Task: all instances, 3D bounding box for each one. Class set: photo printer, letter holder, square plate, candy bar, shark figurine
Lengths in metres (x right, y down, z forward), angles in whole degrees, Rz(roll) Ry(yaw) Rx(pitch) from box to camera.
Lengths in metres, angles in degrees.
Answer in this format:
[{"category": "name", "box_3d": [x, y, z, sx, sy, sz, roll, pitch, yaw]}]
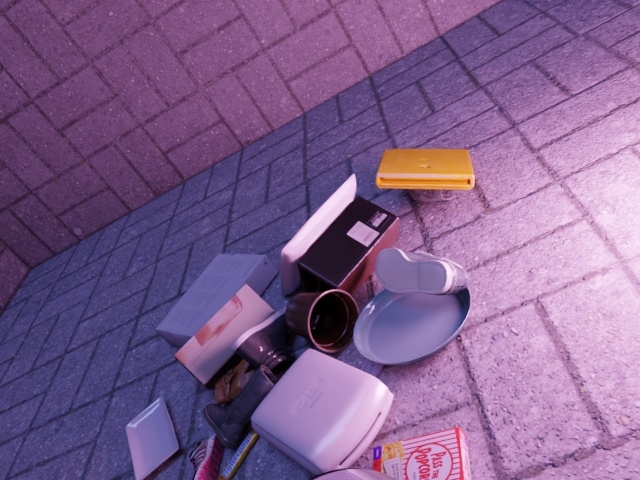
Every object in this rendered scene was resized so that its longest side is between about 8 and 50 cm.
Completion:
[{"category": "photo printer", "box_3d": [0.007, 0.400, 1.375, 0.256, 0.107, 0.307, -48, 31, -21]}, {"category": "letter holder", "box_3d": [0.091, 0.058, 1.783, 0.152, 0.214, 0.302, 31, 63, 24]}, {"category": "square plate", "box_3d": [0.000, 0.000, 1.845, 0.049, 0.347, 0.344, 36, 67, 14]}, {"category": "candy bar", "box_3d": [-0.200, 0.536, 1.481, 0.040, 0.018, 0.161, 0, 44, 46]}, {"category": "shark figurine", "box_3d": [0.315, -0.187, 1.925, 0.166, 0.116, 0.278, -30, 27, 11]}]

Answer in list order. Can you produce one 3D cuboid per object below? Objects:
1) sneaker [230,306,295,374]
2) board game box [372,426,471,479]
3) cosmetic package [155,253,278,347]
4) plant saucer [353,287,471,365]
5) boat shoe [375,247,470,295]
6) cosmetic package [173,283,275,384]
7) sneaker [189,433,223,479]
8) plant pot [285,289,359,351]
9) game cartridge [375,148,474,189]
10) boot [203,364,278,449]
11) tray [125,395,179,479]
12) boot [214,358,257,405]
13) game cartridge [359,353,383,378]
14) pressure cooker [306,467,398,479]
[{"category": "sneaker", "box_3d": [-0.117, 0.293, 1.689, 0.104, 0.147, 0.296, -51, -13, 31]}, {"category": "board game box", "box_3d": [0.196, 0.459, 1.155, 0.194, 0.045, 0.146, -22, 31, 21]}, {"category": "cosmetic package", "box_3d": [-0.359, 0.208, 2.051, 0.284, 0.097, 0.377, -2, 43, 47]}, {"category": "plant saucer", "box_3d": [0.234, 0.201, 1.487, 0.318, 0.043, 0.317, -25, 28, 14]}, {"category": "boat shoe", "box_3d": [0.258, 0.085, 1.542, 0.319, 0.099, 0.116, 8, 93, 61]}, {"category": "cosmetic package", "box_3d": [-0.289, 0.286, 1.778, 0.296, 0.129, 0.153, -45, -3, -20]}, {"category": "sneaker", "box_3d": [-0.300, 0.569, 1.493, 0.075, 0.063, 0.170, -23, 26, 20]}, {"category": "plant pot", "box_3d": [-0.006, 0.213, 1.629, 0.167, 0.167, 0.165, -49, 24, -23]}, {"category": "game cartridge", "box_3d": [0.328, -0.229, 1.852, 0.285, 0.052, 0.323, 2, 21, 10]}, {"category": "boot", "box_3d": [-0.209, 0.416, 1.551, 0.190, 0.076, 0.208, 33, 95, 48]}, {"category": "tray", "box_3d": [-0.485, 0.574, 1.709, 0.145, 0.030, 0.270, -39, 29, -8]}, {"category": "boot", "box_3d": [-0.234, 0.375, 1.703, 0.152, 0.073, 0.197, -30, 26, 17]}, {"category": "game cartridge", "box_3d": [0.126, 0.320, 1.466, 0.056, 0.017, 0.083, -8, 39, 45]}, {"category": "pressure cooker", "box_3d": [0.099, 0.516, 0.750, 0.370, 0.375, 0.420, -57, 16, -20]}]
